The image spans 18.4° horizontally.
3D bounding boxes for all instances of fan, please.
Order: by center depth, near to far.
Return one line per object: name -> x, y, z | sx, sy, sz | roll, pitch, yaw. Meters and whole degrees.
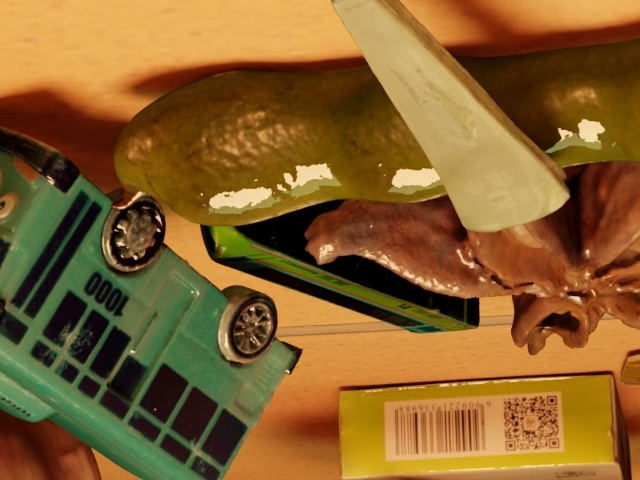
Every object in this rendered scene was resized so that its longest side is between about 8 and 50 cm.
fan -> 0.025, -0.056, 0.578 | 0.038, 0.016, 0.193 | -16, 145, 21

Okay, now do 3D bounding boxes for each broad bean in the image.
broad bean -> 0.050, -0.041, 0.662 | 0.256, 0.052, 0.053 | -8, 150, 17

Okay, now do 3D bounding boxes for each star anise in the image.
star anise -> 0.115, -0.006, 0.793 | 0.171, 0.063, 0.208 | -17, 156, 33

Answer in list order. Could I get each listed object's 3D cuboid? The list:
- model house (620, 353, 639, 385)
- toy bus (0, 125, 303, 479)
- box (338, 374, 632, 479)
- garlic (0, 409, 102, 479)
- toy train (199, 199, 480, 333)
model house -> 0.293, 0.131, 1.160 | 0.207, 0.136, 0.219 | 7, 163, -34
toy bus -> -0.090, 0.029, 0.747 | 0.079, 0.092, 0.160 | 18, 162, 42
box -> 0.120, 0.147, 1.346 | 0.175, 0.062, 0.260 | -4, 164, 10
garlic -> -0.185, 0.061, 0.839 | 0.245, 0.245, 0.253 | 13, 121, -42
toy train -> 0.000, 0.000, 0.822 | 0.042, 0.044, 0.209 | -9, 163, 31
